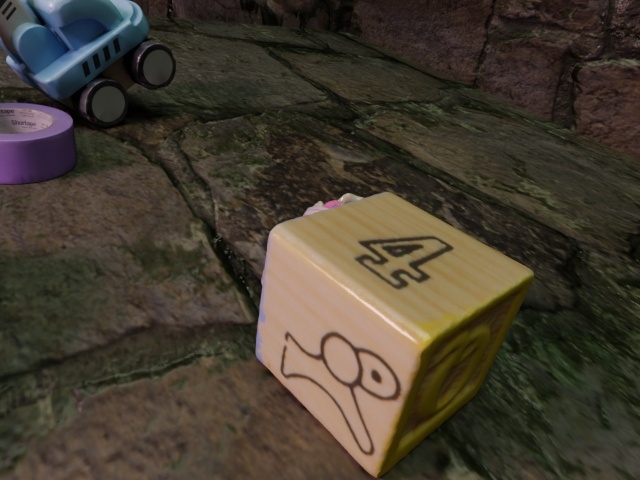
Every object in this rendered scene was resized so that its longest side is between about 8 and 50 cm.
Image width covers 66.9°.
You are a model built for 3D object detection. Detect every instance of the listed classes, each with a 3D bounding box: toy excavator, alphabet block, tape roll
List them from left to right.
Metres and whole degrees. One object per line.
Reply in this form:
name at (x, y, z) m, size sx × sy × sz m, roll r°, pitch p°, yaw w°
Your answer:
tape roll at (-0.540, -0.176, 0.859) m, size 0.189 × 0.080 × 0.189 m, roll 8°, pitch 32°, yaw -5°
toy excavator at (-0.573, -0.430, 0.956) m, size 0.223 × 0.445 × 0.433 m, roll 30°, pitch 66°, yaw 28°
alphabet block at (0.068, 0.083, 0.521) m, size 0.194 × 0.192 × 0.197 m, roll -21°, pitch 44°, yaw -38°

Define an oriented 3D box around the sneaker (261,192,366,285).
sneaker at (0.000, 0.000, 0.706) m, size 0.103 × 0.111 × 0.252 m, roll 22°, pitch 33°, yaw 17°
